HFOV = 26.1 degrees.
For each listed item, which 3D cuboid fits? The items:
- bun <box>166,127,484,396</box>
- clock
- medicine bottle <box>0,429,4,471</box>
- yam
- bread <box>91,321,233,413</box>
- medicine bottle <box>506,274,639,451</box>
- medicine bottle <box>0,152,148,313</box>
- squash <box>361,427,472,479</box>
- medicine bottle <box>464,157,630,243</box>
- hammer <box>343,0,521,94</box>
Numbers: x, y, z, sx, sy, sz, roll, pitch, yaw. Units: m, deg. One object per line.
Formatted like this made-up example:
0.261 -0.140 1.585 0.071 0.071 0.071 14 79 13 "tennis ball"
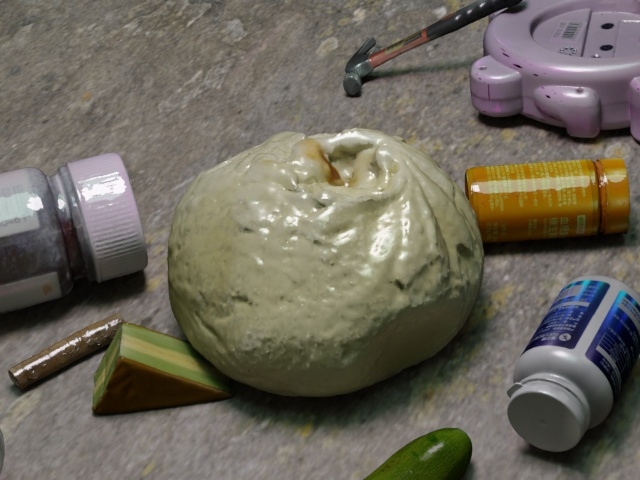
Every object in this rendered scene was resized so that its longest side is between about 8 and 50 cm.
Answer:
0.000 0.000 1.546 0.352 0.227 0.349 17 42 25 "bun"
0.383 -0.254 1.938 0.322 0.113 0.295 4 37 15 "clock"
-0.456 0.186 1.430 0.258 0.143 0.143 27 47 35 "medicine bottle"
-0.288 0.126 1.582 0.145 0.032 0.032 -28 42 -28 "yam"
-0.174 0.158 1.539 0.139 0.084 0.074 19 31 -20 "bread"
0.267 0.128 1.439 0.107 0.107 0.191 15 41 25 "medicine bottle"
-0.356 -0.003 1.655 0.273 0.165 0.165 -14 37 -13 "medicine bottle"
0.061 0.255 1.331 0.069 0.069 0.258 28 48 37 "squash"
0.275 -0.049 1.686 0.191 0.096 0.096 -3 36 2 "medicine bottle"
0.163 -0.301 2.000 0.287 0.033 0.111 -23 27 21 "hammer"
